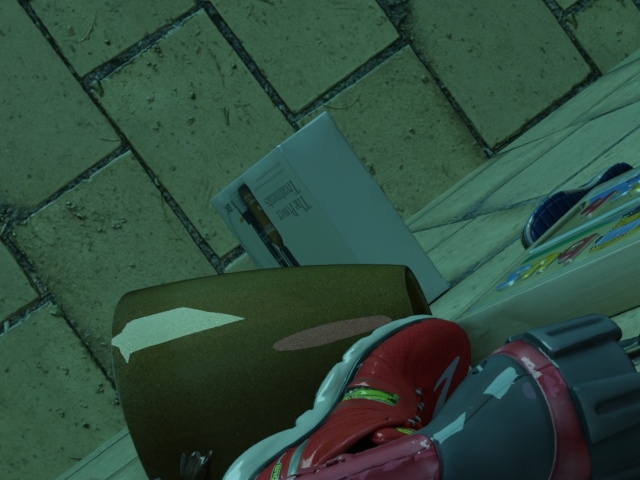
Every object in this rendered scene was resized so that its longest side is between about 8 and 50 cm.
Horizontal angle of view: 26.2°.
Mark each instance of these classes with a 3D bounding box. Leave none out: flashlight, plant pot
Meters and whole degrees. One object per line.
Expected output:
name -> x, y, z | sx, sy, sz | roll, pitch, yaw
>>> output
flashlight -> 0.021, 0.124, 0.692 | 0.304, 0.103, 0.103 | -15, -4, -17
plant pot -> -0.021, 0.119, 1.243 | 0.254, 0.237, 0.237 | -19, 6, 10

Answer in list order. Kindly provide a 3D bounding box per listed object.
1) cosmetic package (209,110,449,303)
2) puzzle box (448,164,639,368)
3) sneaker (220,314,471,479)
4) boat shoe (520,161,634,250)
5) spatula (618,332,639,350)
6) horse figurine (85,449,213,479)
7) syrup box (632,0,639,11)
cosmetic package -> 0.000, 0.000, 1.935 | 0.097, 0.284, 0.377 | -39, 3, -20
puzzle box -> 0.308, -0.028, 1.163 | 0.272, 0.052, 0.409 | -39, 4, -37
sneaker -> 0.049, 0.155, 1.044 | 0.118, 0.107, 0.279 | -6, 27, 45
boat shoe -> 0.268, -0.021, 1.450 | 0.183, 0.066, 0.066 | -26, -8, -37
spatula -> 0.208, 0.068, 0.965 | 0.084, 0.030, 0.296 | -35, 2, -41
horse figurine -> -0.158, 0.262, 1.153 | 0.263, 0.174, 0.066 | -29, 38, 33
syrup box -> 0.280, -0.102, 0.827 | 0.093, 0.237, 0.096 | -35, 2, 20
